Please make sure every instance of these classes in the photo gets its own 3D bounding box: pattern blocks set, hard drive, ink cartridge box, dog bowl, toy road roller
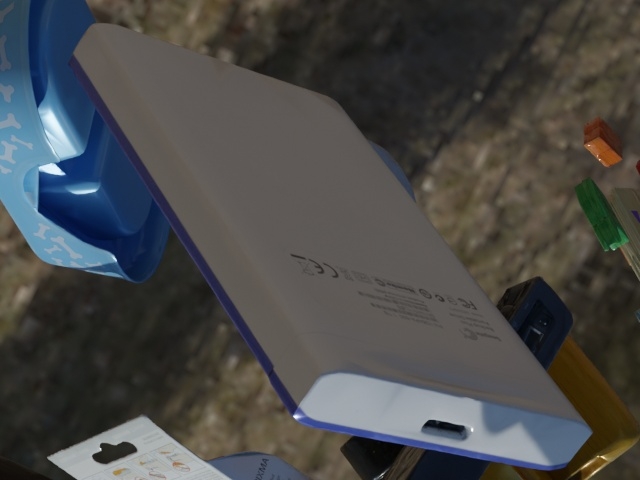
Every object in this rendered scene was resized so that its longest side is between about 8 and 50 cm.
[{"bbox_3d":[0.308,0.021,1.755,0.026,0.285,0.325,-31,159,21],"label":"pattern blocks set"},{"bbox_3d":[0.106,0.149,1.531,0.254,0.054,0.172,-56,180,-6],"label":"hard drive"},{"bbox_3d":[0.000,0.000,1.139,0.040,0.210,0.318,-55,-135,21],"label":"hard drive"},{"bbox_3d":[-0.097,0.182,1.492,0.145,0.179,0.045,-27,-149,48],"label":"ink cartridge box"},{"bbox_3d":[-0.183,-0.089,1.391,0.297,0.074,0.166,68,25,-54],"label":"dog bowl"},{"bbox_3d":[0.193,0.204,1.934,0.240,0.202,0.329,-39,170,12],"label":"toy road roller"}]

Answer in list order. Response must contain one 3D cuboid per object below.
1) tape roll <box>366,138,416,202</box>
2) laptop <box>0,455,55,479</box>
[{"bbox_3d":[0.008,-0.005,2.149,0.072,0.219,0.219,2,-121,49],"label":"tape roll"},{"bbox_3d":[-0.306,0.344,1.743,0.234,0.136,0.264,14,-80,47],"label":"laptop"}]
